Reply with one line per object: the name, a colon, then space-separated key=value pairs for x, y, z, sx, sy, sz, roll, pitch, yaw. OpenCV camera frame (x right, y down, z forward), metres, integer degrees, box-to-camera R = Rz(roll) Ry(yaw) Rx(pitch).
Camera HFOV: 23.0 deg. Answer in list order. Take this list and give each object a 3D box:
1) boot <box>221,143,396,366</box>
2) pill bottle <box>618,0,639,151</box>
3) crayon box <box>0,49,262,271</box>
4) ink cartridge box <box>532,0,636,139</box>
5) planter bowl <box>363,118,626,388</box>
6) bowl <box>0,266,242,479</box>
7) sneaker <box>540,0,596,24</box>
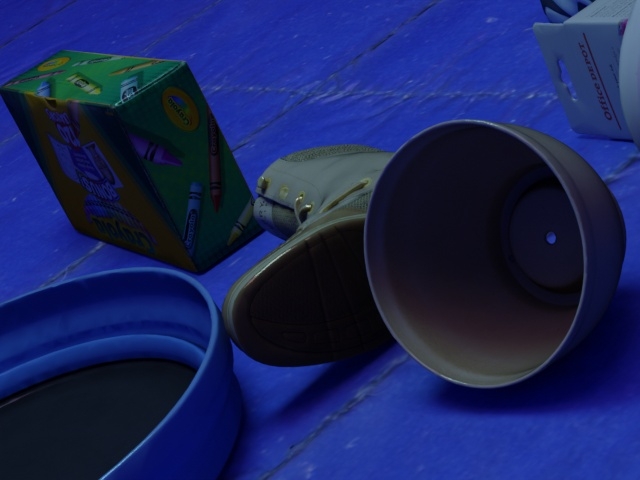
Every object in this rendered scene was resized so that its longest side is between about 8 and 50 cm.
boot: x=0.000 y=0.000 z=1.149 sx=0.262 sy=0.095 sz=0.203 roll=-32 pitch=24 yaw=-28
pill bottle: x=0.337 y=-0.098 z=0.922 sx=0.169 sy=0.169 sz=0.301 roll=-37 pitch=25 yaw=-25
crayon box: x=-0.176 y=-0.078 z=1.421 sx=0.081 sy=0.165 sz=0.278 roll=-35 pitch=24 yaw=-22
ink cartridge box: x=0.251 y=-0.131 z=1.165 sx=0.061 sy=0.104 sz=0.181 roll=-36 pitch=25 yaw=-25
planter bowl: x=0.122 y=0.002 z=0.975 sx=0.162 sy=0.162 sz=0.109 roll=-5 pitch=4 yaw=40
bowl: x=-0.231 y=0.158 z=1.082 sx=0.391 sy=0.077 sz=0.391 roll=-22 pitch=23 yaw=10
sneaker: x=0.269 y=-0.278 z=1.404 sx=0.094 sy=0.153 sz=0.235 roll=-37 pitch=25 yaw=-21
